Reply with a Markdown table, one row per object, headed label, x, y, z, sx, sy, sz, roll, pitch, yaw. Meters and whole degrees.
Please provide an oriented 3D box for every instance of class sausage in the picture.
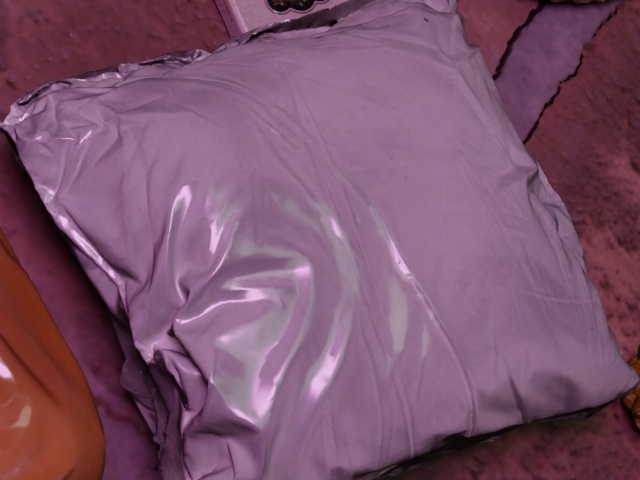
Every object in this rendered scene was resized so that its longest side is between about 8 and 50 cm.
| label | x | y | z | sx | sy | sz | roll | pitch | yaw |
| --- | --- | --- | --- | --- | --- | --- | --- | --- | --- |
| sausage | -0.197 | 0.058 | 0.896 | 0.136 | 0.120 | 0.241 | -26 | 86 | -19 |

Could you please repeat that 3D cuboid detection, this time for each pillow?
| label | x | y | z | sx | sy | sz | roll | pitch | yaw |
| --- | --- | --- | --- | --- | --- | --- | --- | --- | --- |
| pillow | 0.000 | 0.000 | 0.999 | 0.310 | 0.138 | 0.283 | -16 | 79 | -28 |

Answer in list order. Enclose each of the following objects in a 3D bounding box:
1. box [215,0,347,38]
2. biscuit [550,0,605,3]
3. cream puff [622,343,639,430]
| label | x | y | z | sx | sy | sz | roll | pitch | yaw |
| --- | --- | --- | --- | --- | --- | --- | --- | --- | --- |
| box | -0.024 | -0.160 | 1.109 | 0.090 | 0.024 | 0.167 | -19 | 82 | -29 |
| biscuit | 0.124 | -0.232 | 1.199 | 0.250 | 0.032 | 0.133 | 35 | 61 | -11 |
| cream puff | 0.226 | 0.099 | 1.118 | 0.083 | 0.058 | 0.083 | 6 | 69 | -26 |
